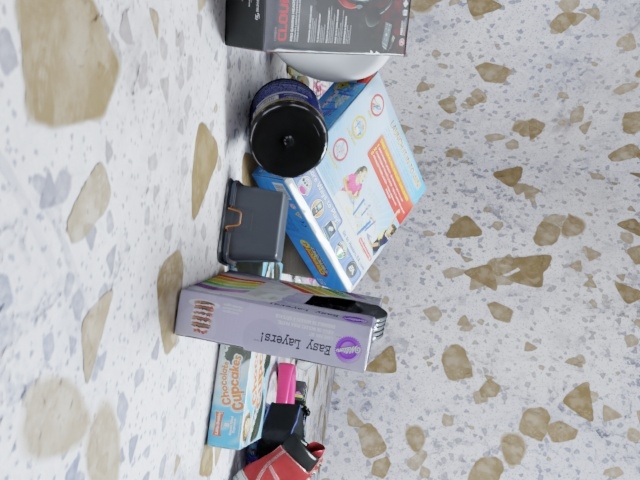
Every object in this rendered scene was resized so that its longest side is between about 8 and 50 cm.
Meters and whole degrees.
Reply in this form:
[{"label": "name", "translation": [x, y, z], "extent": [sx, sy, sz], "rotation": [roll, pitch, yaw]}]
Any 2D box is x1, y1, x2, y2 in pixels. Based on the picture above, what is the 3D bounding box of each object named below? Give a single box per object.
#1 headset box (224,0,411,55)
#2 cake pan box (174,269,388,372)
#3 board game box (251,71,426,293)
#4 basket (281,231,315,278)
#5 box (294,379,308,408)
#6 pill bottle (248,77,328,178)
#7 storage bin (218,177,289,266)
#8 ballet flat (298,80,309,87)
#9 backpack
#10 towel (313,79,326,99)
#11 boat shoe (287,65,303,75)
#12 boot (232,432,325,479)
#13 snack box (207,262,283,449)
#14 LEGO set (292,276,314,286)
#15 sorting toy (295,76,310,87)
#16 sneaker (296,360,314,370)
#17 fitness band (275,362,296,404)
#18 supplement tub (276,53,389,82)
[{"label": "headset box", "translation": [-0.008, -0.377, 0.999], "extent": [0.293, 0.110, 0.218], "rotation": [-9, 112, -36]}, {"label": "cake pan box", "translation": [-0.041, 0.107, 1.000], "extent": [0.246, 0.266, 0.070], "rotation": [-29, 130, -79]}, {"label": "board game box", "translation": [0.051, -0.112, 1.356], "extent": [0.302, 0.086, 0.308], "rotation": [-52, 133, -26]}, {"label": "basket", "translation": [-0.033, -0.038, 1.464], "extent": [0.204, 0.154, 0.227], "rotation": [31, 69, -82]}, {"label": "box", "translation": [-0.069, 0.399, 1.841], "extent": [0.083, 0.062, 0.052], "rotation": [84, 15, -61]}, {"label": "pill bottle", "translation": [-0.056, -0.195, 1.154], "extent": [0.219, 0.122, 0.123], "rotation": [-99, -170, -63]}, {"label": "storage bin", "translation": [-0.103, -0.026, 1.109], "extent": [0.098, 0.091, 0.135], "rotation": [57, 38, -79]}, {"label": "ballet flat", "translation": [-0.043, -0.297, 1.478], "extent": [0.203, 0.074, 0.074], "rotation": [-39, 134, -77]}, {"label": "backpack", "translation": [-0.090, 0.444, 1.478], "extent": [0.158, 0.116, 0.174], "rotation": [-65, 159, -71]}, {"label": "towel", "translation": [0.007, -0.443, 1.927], "extent": [0.144, 0.029, 0.197], "rotation": [-40, 135, -81]}, {"label": "boat shoe", "translation": [-0.038, -0.422, 1.488], "extent": [0.056, 0.048, 0.153], "rotation": [48, 48, -81]}, {"label": "boot", "translation": [-0.040, 0.492, 1.379], "extent": [0.088, 0.176, 0.244], "rotation": [36, -23, 58]}, {"label": "snack box", "translation": [-0.125, 0.184, 1.220], "extent": [0.187, 0.060, 0.322], "rotation": [56, 40, -79]}, {"label": "LEGO set", "translation": [0.000, 0.000, 1.901], "extent": [0.132, 0.107, 0.287], "rotation": [76, 21, -70]}, {"label": "sorting toy", "translation": [-0.040, -0.350, 1.579], "extent": [0.083, 0.044, 0.075], "rotation": [75, 15, -70]}, {"label": "sneaker", "translation": [-0.030, 0.273, 1.995], "extent": [0.087, 0.092, 0.229], "rotation": [-78, -170, -56]}, {"label": "fitness band", "translation": [-0.097, 0.437, 1.687], "extent": [0.209, 0.054, 0.291], "rotation": [-44, 140, -80]}, {"label": "supplement tub", "translation": [0.037, -0.480, 1.292], "extent": [0.235, 0.235, 0.325], "rotation": [84, 13, -58]}]
